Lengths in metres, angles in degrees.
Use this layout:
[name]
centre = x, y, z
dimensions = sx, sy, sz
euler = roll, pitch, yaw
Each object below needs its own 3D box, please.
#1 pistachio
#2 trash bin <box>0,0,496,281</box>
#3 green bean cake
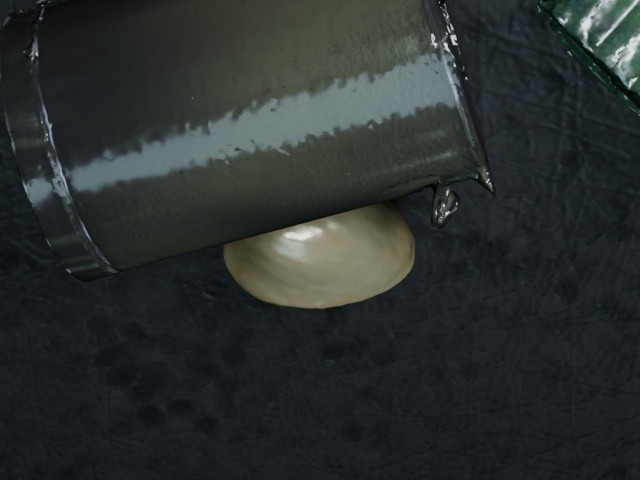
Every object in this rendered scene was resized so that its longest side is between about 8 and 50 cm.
[pistachio]
centre = 0.000, 0.000, 1.341
dimensions = 0.149, 0.113, 0.113
euler = 11, 125, -7
[trash bin]
centre = -0.049, -0.105, 1.208
dimensions = 0.301, 0.203, 0.252
euler = -14, 92, 9
[green bean cake]
centre = 0.255, -0.133, 1.236
dimensions = 0.208, 0.193, 0.107
euler = 40, 99, 0
